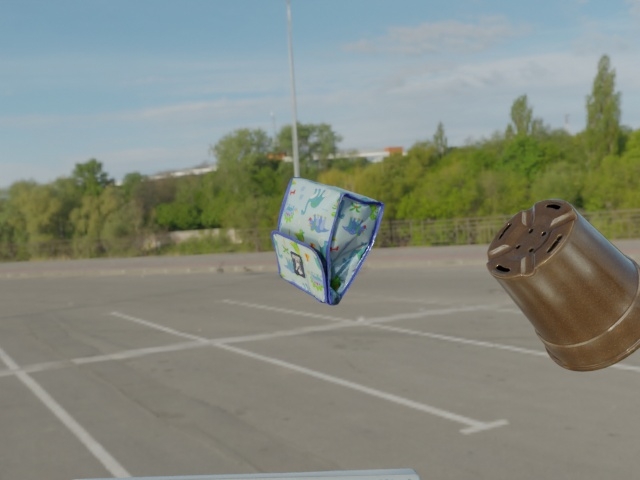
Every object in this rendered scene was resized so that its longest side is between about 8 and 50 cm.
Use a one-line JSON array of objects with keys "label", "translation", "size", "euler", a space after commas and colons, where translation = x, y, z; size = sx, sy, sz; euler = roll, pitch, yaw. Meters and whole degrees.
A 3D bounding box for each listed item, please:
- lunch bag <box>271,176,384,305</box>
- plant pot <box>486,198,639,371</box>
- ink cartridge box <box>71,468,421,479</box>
[{"label": "lunch bag", "translation": [0.000, 0.000, 0.985], "size": [0.096, 0.151, 0.129], "euler": [10, 9, -37]}, {"label": "plant pot", "translation": [0.304, 0.047, 0.889], "size": [0.165, 0.167, 0.167], "euler": [42, -19, -22]}, {"label": "ink cartridge box", "translation": [-0.075, 0.216, 0.488], "size": [0.223, 0.045, 0.224], "euler": [6, -38, -25]}]
